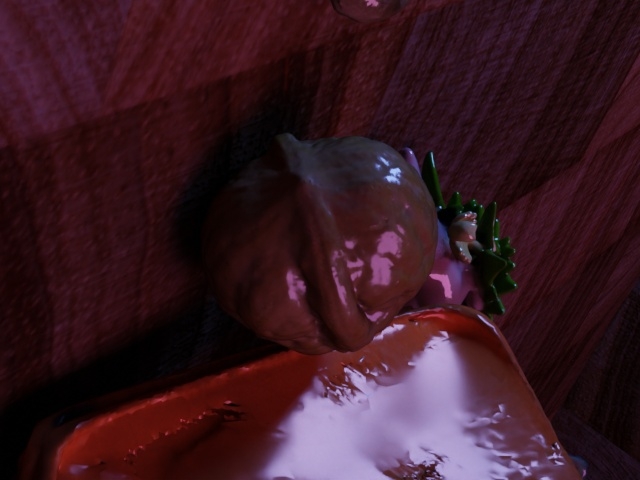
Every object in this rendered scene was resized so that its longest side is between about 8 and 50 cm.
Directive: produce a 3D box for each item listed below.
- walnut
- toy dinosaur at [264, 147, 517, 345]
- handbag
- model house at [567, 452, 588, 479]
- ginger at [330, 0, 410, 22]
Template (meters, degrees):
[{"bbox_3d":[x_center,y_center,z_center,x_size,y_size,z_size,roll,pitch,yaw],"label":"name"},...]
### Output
[{"bbox_3d":[0.000,0.000,0.826,0.166,0.149,0.167,-14,149,-8],"label":"walnut"},{"bbox_3d":[0.046,0.010,1.018,0.177,0.152,0.194,5,131,-34],"label":"toy dinosaur"},{"bbox_3d":[0.011,0.215,0.842,0.410,0.304,0.116,-13,153,-37],"label":"handbag"},{"bbox_3d":[0.073,0.236,1.139,0.245,0.312,0.280,-60,-156,31],"label":"model house"},{"bbox_3d":[0.069,-0.208,0.745,0.214,0.059,0.133,-45,163,-19],"label":"ginger"}]
